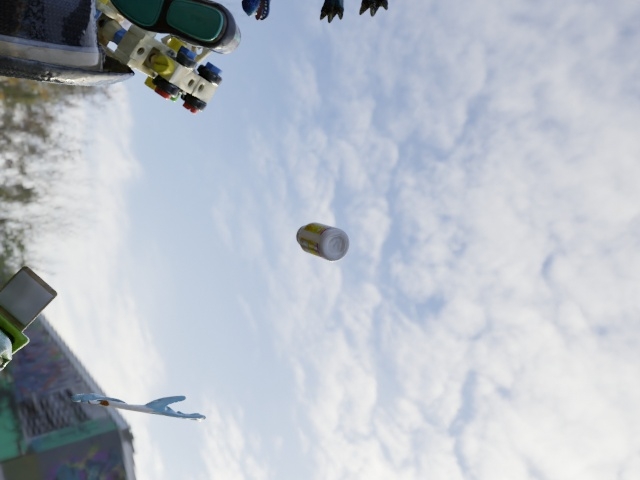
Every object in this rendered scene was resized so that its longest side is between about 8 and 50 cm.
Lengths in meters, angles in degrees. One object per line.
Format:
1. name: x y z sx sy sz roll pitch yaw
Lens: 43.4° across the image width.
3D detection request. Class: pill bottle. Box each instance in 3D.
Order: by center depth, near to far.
1. pill bottle: 0.000 0.000 1.030 0.083 0.043 0.043 19 -63 61

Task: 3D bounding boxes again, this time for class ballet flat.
1. ballet flat: -0.177 -0.279 0.986 0.203 0.074 0.074 29 -50 24

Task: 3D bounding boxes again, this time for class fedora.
1. fedora: -0.364 -0.285 0.954 0.334 0.334 0.152 31 -66 54

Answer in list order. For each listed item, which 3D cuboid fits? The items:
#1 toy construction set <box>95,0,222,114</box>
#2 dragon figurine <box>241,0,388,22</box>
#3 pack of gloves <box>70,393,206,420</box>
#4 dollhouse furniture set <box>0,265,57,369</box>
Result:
1. toy construction set: -0.287 -0.329 1.391 0.215 0.328 0.151 35 -69 17
2. dragon figurine: 0.012 -0.301 0.732 0.085 0.144 0.289 3 -115 30
3. pack of gloves: -0.346 0.306 1.540 0.195 0.232 0.046 -6 -110 47
4. dollhouse furniture set: -0.410 0.041 0.962 0.197 0.151 0.301 44 -17 -8
